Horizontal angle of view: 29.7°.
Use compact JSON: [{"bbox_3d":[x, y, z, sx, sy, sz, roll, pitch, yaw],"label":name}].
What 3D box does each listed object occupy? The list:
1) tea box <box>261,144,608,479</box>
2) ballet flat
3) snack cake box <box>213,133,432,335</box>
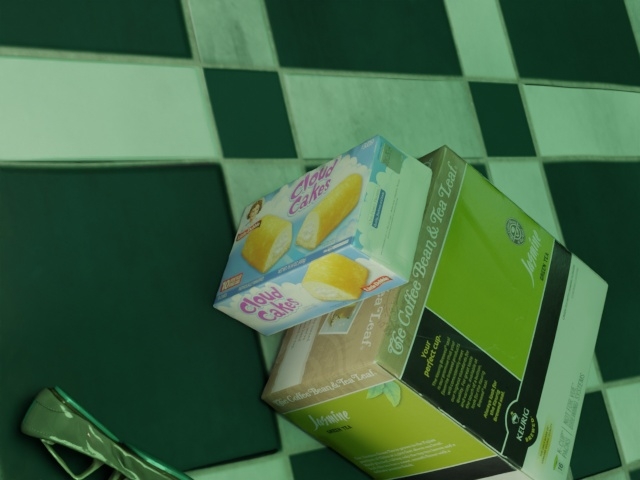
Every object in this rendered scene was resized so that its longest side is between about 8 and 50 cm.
[{"bbox_3d":[0.153,0.122,1.510,0.323,0.220,0.329,39,52,-23],"label":"tea box"},{"bbox_3d":[-0.221,0.232,1.268,0.213,0.072,0.068,39,80,-21],"label":"ballet flat"},{"bbox_3d":[0.000,0.000,1.398,0.089,0.264,0.152,31,55,-27],"label":"snack cake box"}]
